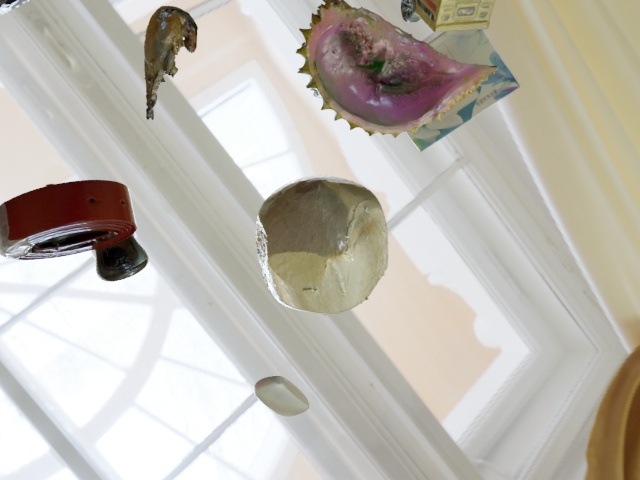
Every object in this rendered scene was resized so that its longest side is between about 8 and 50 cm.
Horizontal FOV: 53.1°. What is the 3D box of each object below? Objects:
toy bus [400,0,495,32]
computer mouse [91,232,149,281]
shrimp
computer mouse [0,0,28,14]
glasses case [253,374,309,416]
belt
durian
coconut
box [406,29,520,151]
[{"bbox_3d":[0.182,-0.486,1.146,0.121,0.336,0.123,-11,138,-16],"label":"toy bus"},{"bbox_3d":[-0.539,0.030,1.698,0.137,0.096,0.233,-19,-155,-22],"label":"computer mouse"},{"bbox_3d":[-0.347,-0.400,1.469,0.066,0.117,0.262,-117,-146,-68],"label":"shrimp"},{"bbox_3d":[-0.450,-0.435,0.931,0.323,0.116,0.183,-43,169,-5],"label":"computer mouse"},{"bbox_3d":[-0.088,0.359,1.471,0.076,0.197,0.049,-24,-128,10],"label":"glasses case"},{"bbox_3d":[-0.604,-0.046,1.507,0.323,0.115,0.227,-13,165,-15],"label":"belt"},{"bbox_3d":[0.082,-0.242,0.954,0.187,0.260,0.154,-56,-171,-9],"label":"durian"},{"bbox_3d":[0.000,0.000,1.160,0.244,0.247,0.245,-8,-136,8],"label":"coconut"},{"bbox_3d":[0.288,-0.370,1.486,0.274,0.203,0.116,-32,-162,23],"label":"box"}]
